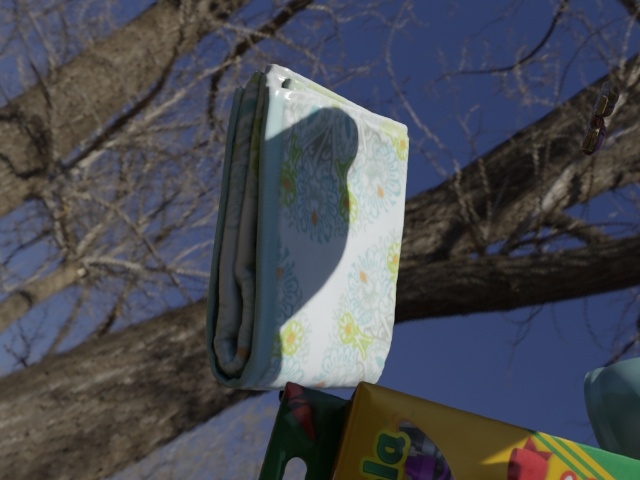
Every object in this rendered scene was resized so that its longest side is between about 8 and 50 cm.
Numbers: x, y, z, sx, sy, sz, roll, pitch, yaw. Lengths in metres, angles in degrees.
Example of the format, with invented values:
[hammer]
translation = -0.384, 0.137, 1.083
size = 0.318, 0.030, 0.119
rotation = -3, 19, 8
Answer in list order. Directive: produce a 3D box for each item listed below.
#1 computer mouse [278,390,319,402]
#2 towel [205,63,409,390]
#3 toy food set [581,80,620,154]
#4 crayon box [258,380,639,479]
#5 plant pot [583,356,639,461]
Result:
[computer mouse]
translation = 0.009, 0.128, 1.379
size = 0.071, 0.242, 0.041
rotation = 21, -19, 22
[towel]
translation = 0.000, 0.000, 1.213
size = 0.090, 0.320, 0.374
rotation = 3, -95, 36
[toy food set]
translation = 0.277, -0.117, 0.961
size = 0.019, 0.122, 0.078
rotation = 19, -66, 11
[crayon box]
translation = 0.102, 0.232, 0.702
size = 0.319, 0.202, 0.081
rotation = 15, -21, 0
[plant pot]
translation = 0.631, 0.325, 1.711
size = 0.196, 0.293, 0.293
rotation = -32, -87, 28
